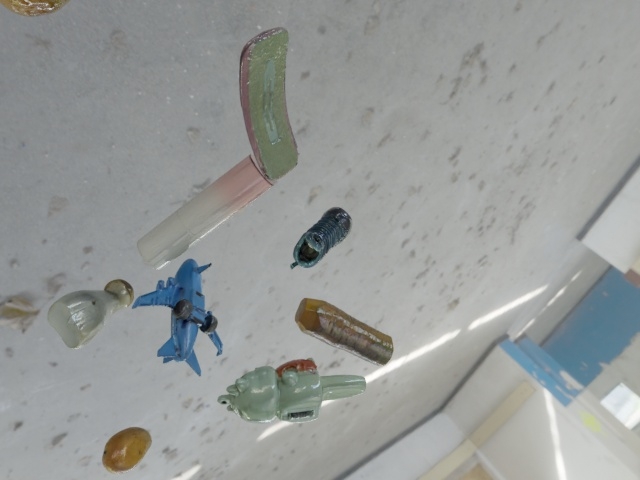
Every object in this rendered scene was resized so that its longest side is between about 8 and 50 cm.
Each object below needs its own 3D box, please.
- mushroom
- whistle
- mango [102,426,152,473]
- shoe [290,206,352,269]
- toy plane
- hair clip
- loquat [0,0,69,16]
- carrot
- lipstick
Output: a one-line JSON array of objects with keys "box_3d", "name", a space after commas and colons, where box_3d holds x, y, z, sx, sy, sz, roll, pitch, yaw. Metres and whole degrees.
[{"box_3d": [-0.719, 0.221, 1.569, 0.122, 0.159, 0.329, -13, -173, 13], "name": "mushroom"}, {"box_3d": [-0.046, 0.255, 0.831, 0.254, 0.105, 0.101, -2, 162, -11], "name": "whistle"}, {"box_3d": [-0.569, 0.611, 1.445, 0.089, 0.115, 0.165, -26, -167, 28], "name": "mango"}, {"box_3d": [0.000, 0.000, 1.296, 0.207, 0.091, 0.106, -47, 178, 18], "name": "shoe"}, {"box_3d": [-0.287, 0.145, 1.053, 0.105, 0.271, 0.254, -19, 139, 25], "name": "toy plane"}, {"box_3d": [-0.043, -0.118, 0.436, 0.054, 0.022, 0.137, -39, 142, -32], "name": "hair clip"}, {"box_3d": [-0.509, -0.461, 0.861, 0.137, 0.137, 0.113, -22, 151, -32], "name": "loquat"}, {"box_3d": [0.069, 0.267, 1.440, 0.302, 0.114, 0.114, 29, 110, -15], "name": "carrot"}, {"box_3d": [-0.256, -0.061, 1.089, 0.327, 0.087, 0.087, -35, 151, 9], "name": "lipstick"}]
